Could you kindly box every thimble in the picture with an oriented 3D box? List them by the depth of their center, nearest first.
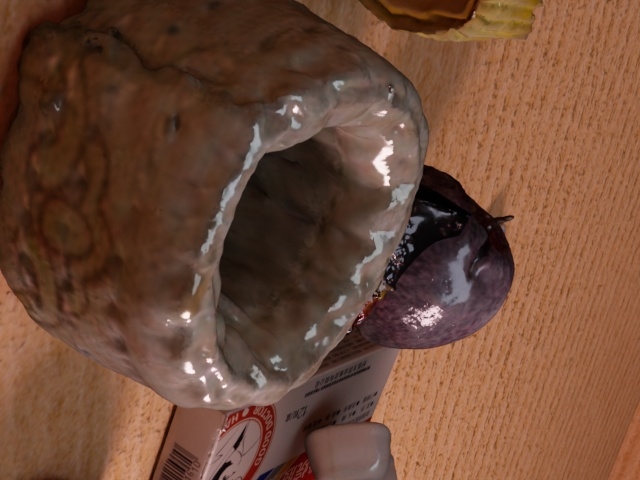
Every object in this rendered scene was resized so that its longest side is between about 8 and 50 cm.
[{"bbox_3d":[-0.073,-0.040,0.896,0.291,0.195,0.291,-42,148,-35],"label":"thimble"}]

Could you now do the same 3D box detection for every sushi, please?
[{"bbox_3d":[0.000,0.000,1.119,0.172,0.153,0.150,3,119,-60],"label":"sushi"}]

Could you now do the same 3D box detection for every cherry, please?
[{"bbox_3d":[0.099,0.021,1.326,0.195,0.195,0.195,-43,150,-32],"label":"cherry"}]

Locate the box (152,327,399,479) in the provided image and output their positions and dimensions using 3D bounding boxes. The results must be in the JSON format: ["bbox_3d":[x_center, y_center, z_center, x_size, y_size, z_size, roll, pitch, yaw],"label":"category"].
[{"bbox_3d":[-0.049,0.216,1.387,0.353,0.069,0.214,-14,129,-56],"label":"box"}]

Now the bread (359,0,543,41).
[{"bbox_3d":[0.129,-0.285,1.043,0.133,0.179,0.250,-25,138,-58],"label":"bread"}]

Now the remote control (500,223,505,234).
[{"bbox_3d":[0.230,0.028,1.753,0.050,0.027,0.184,-51,159,-15],"label":"remote control"}]

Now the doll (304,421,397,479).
[{"bbox_3d":[0.055,0.398,1.361,0.348,0.161,0.423,-16,92,-70],"label":"doll"}]
